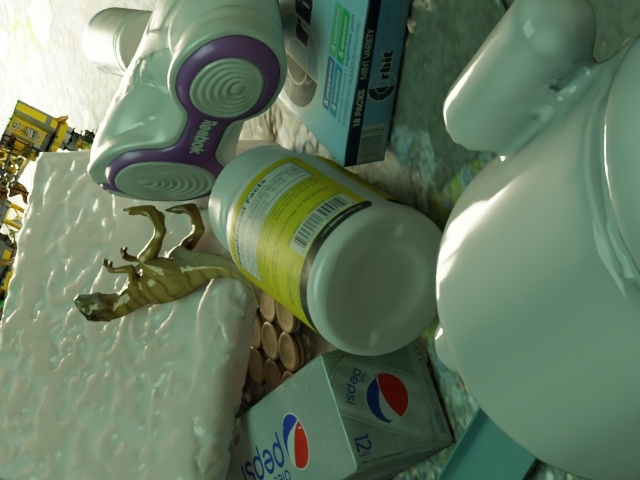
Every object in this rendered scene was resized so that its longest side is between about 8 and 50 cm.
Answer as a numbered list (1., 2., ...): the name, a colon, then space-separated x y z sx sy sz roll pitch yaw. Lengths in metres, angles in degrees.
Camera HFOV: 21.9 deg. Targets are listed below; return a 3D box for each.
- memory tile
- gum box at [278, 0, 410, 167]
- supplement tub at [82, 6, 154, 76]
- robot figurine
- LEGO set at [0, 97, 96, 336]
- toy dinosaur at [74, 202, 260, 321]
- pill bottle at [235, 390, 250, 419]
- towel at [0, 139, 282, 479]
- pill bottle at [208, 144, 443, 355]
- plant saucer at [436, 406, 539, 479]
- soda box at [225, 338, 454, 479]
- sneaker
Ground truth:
1. memory tile: -0.043 0.074 1.521 0.113 0.012 0.148 24 121 59
2. gum box: 0.002 -0.172 1.305 0.184 0.041 0.157 49 141 46
3. supplement tub: -0.188 -0.196 1.642 0.107 0.071 0.071 19 116 61
4. robot figurine: 0.188 0.001 0.816 0.300 0.199 0.353 40 150 -4
5. LEGO set: -0.323 0.020 1.871 0.255 0.192 0.331 -53 19 32
6. toy dinosaur: -0.119 0.022 1.410 0.212 0.064 0.112 -15 77 37
7. pill bottle: -0.152 0.171 1.605 0.283 0.161 0.161 66 151 26
8. towel: -0.177 0.074 1.506 0.317 0.053 0.331 0 76 42
9. pill bottle: 0.000 0.000 1.285 0.208 0.119 0.119 35 130 56
10. plant saucer: 0.130 0.157 1.200 0.067 0.018 0.192 62 148 31
11. soda box: 0.000 0.170 1.379 0.286 0.091 0.098 -44 61 59
12. sneaker: -0.105 -0.134 1.380 0.305 0.114 0.152 -43 39 51
